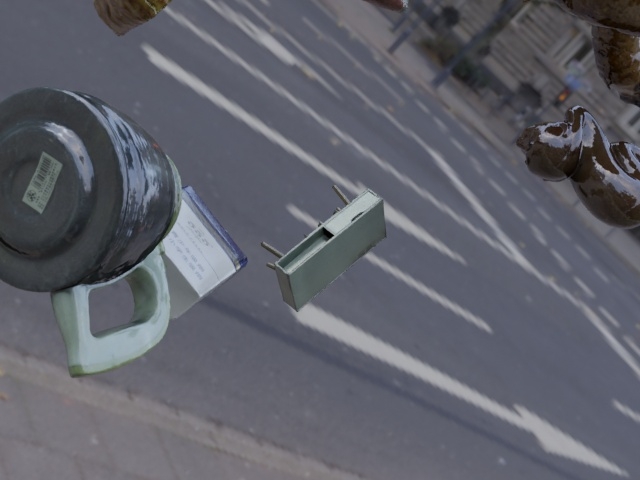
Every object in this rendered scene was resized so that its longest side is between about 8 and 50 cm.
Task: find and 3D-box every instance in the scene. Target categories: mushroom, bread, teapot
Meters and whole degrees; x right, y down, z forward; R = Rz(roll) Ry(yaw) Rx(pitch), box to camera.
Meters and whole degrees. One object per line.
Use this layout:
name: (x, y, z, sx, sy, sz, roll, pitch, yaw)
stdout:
mushroom: (0.486, -0.418, 1.806, 0.334, 0.356, 0.331, -7, 59, -28)
bread: (-0.309, -0.461, 1.930, 0.096, 0.181, 0.222, 50, -21, -19)
teapot: (-0.258, -0.026, 1.312, 0.321, 0.239, 0.239, 54, 20, 16)

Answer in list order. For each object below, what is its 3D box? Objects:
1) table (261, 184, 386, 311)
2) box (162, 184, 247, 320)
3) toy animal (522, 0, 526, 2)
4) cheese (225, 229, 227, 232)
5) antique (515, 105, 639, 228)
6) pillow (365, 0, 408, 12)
table: (0.000, 0.000, 2.017, 0.111, 0.240, 0.121, 39, -25, 30)
box: (-0.210, 0.011, 1.591, 0.168, 0.071, 0.259, 52, 14, 0)
toy animal: (0.372, -0.554, 2.022, 0.073, 0.181, 0.136, -3, 25, -6)
cheese: (-0.225, 0.041, 2.196, 0.048, 0.092, 0.171, 19, -23, -10)
antique: (0.446, -0.115, 1.776, 0.257, 0.121, 0.143, 38, 39, 4)
pillow: (0.050, -0.403, 1.441, 0.179, 0.171, 0.075, 21, 34, 39)
